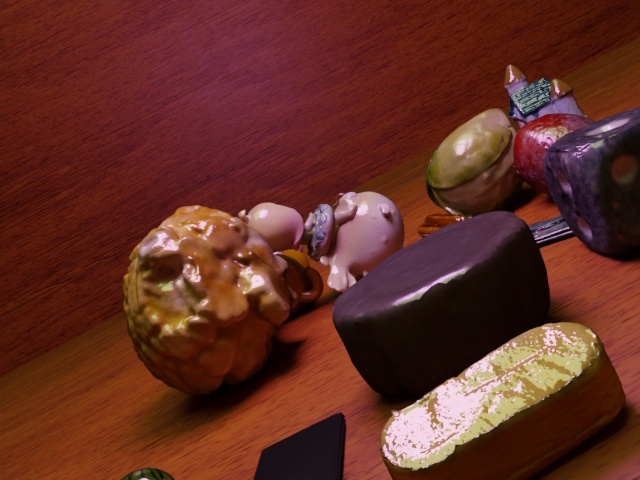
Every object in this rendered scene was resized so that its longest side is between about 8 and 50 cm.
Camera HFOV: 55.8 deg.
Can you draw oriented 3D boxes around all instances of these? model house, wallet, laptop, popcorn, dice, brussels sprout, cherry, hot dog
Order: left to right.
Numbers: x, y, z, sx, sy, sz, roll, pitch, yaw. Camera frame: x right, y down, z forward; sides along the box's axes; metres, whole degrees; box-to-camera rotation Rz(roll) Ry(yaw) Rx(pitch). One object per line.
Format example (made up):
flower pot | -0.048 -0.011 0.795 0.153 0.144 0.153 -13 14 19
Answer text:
popcorn | -0.240 0.123 1.236 0.354 0.344 0.390 -58 17 -17
laptop | -0.031 0.294 0.765 0.135 0.016 0.197 -27 8 10
hot dog | 0.290 -0.026 1.410 0.072 0.055 0.188 -50 17 -8
brussels sprout | 0.378 -0.168 1.465 0.294 0.227 0.259 -50 5 30
model house | 0.598 -0.355 1.623 0.184 0.291 0.253 -30 9 16
wallet | 0.422 -0.021 1.114 0.129 0.026 0.088 -22 12 29
cherry | 0.510 -0.176 1.244 0.175 0.192 0.249 -65 21 4
dice | 0.466 -0.095 0.923 0.182 0.183 0.181 -26 8 4

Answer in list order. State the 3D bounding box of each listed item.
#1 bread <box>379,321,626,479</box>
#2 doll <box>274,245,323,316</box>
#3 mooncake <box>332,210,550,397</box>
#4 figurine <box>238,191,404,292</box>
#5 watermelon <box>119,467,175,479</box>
bread | 0.178 0.175 0.587 0.245 0.094 0.102 -30 19 -7
doll | -0.097 0.099 1.532 0.269 0.162 0.167 -115 46 -74
mooncake | 0.172 0.088 0.861 0.306 0.154 0.306 -26 10 5
figurine | 0.000 0.000 1.381 0.227 0.394 0.275 112 162 -46
watermelon | -0.226 0.348 0.772 0.109 0.109 0.109 -27 10 5
